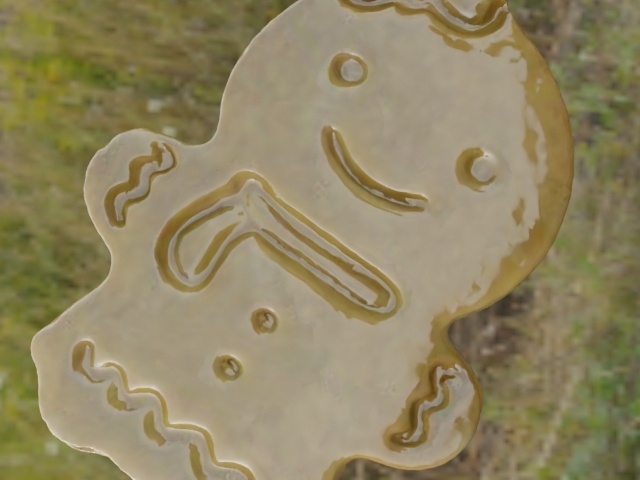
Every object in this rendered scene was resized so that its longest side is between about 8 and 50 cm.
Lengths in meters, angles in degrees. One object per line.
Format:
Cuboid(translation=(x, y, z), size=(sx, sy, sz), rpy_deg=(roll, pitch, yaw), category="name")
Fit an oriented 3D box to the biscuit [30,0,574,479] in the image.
Cuboid(translation=(0.001, 0.006, 0.524), size=(0.133, 0.184, 0.027), rpy_deg=(50, -179, 4), category="biscuit")
